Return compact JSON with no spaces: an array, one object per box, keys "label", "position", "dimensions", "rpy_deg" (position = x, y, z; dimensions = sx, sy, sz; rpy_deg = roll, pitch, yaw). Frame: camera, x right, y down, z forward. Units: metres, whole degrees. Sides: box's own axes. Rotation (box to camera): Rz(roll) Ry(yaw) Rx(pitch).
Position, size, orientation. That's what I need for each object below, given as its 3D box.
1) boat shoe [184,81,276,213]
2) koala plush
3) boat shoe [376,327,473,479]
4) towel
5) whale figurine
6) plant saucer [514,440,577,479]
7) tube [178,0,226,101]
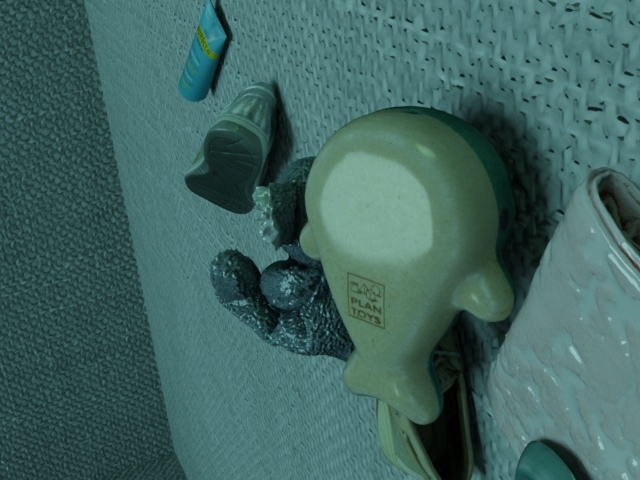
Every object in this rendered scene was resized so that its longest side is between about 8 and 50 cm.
[{"label":"boat shoe","position":[-0.128,-0.128,1.344],"dimensions":[0.118,0.103,0.320],"rpy_deg":[27,159,-2]},{"label":"koala plush","position":[0.000,0.000,0.974],"dimensions":[0.203,0.196,0.221],"rpy_deg":[42,144,37]},{"label":"boat shoe","position":[0.100,0.120,0.895],"dimensions":[0.098,0.109,0.302],"rpy_deg":[27,133,55]},{"label":"towel","position":[0.223,0.163,0.607],"dimensions":[0.332,0.053,0.317],"rpy_deg":[95,153,-58]},{"label":"whale figurine","position":[0.082,0.018,0.773],"dimensions":[0.216,0.141,0.272],"rpy_deg":[17,117,37]},{"label":"plant saucer","position":[0.180,0.215,0.688],"dimensions":[0.119,0.021,0.119],"rpy_deg":[160,90,-79]},{"label":"tube","position":[-0.188,-0.302,1.449],"dimensions":[0.080,0.052,0.207],"rpy_deg":[62,152,14]}]
